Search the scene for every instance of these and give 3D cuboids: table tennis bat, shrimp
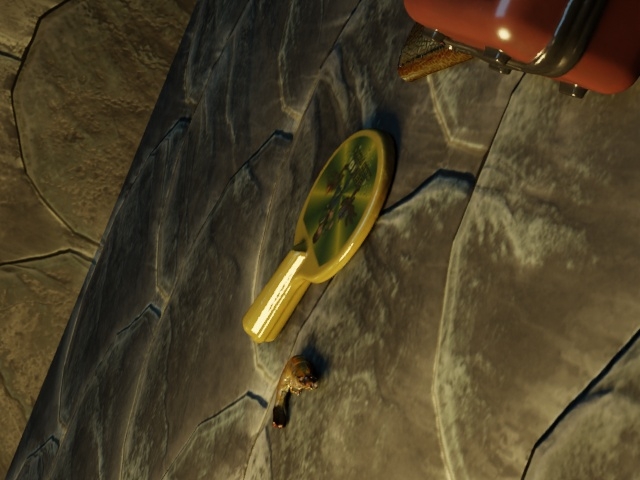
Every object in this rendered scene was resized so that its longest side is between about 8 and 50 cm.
[{"bbox_3d":[0.000,0.000,1.850,0.321,0.050,0.198,-55,24,22],"label":"table tennis bat"},{"bbox_3d":[-0.030,0.179,1.751,0.127,0.025,0.091,175,115,-74],"label":"shrimp"}]

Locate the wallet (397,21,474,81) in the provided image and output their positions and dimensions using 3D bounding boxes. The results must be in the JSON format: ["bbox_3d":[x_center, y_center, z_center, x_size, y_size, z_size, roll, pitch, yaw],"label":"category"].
[{"bbox_3d":[0.160,-0.262,1.702,0.243,0.039,0.133,-6,64,69],"label":"wallet"}]

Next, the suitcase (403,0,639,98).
[{"bbox_3d":[0.212,-0.267,1.378,0.236,0.161,0.297,-66,18,7],"label":"suitcase"}]
